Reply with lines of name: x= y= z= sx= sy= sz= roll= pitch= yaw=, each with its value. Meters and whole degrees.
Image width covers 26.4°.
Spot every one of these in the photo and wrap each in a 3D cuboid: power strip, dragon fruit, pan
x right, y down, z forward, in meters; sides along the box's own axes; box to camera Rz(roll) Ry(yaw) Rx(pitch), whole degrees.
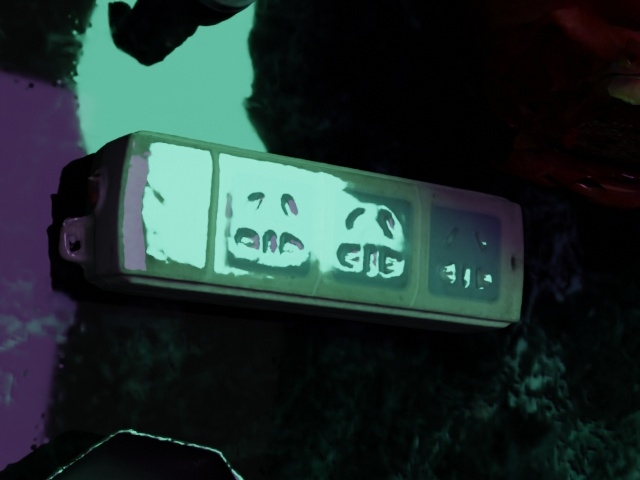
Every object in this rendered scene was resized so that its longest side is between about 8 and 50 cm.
power strip: x=0.000 y=0.001 z=0.719 sx=0.272 sy=0.052 sz=0.078 roll=9 pitch=78 yaw=-28
dragon fruit: x=0.216 y=-0.155 z=0.733 sx=0.295 sy=0.295 sz=0.302 roll=-9 pitch=96 yaw=-30
pan: x=-0.055 y=0.168 z=0.660 sx=0.202 sy=0.048 sz=0.128 roll=17 pitch=70 yaw=-22

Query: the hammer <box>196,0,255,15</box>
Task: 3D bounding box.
hammer: x=0.051 y=-0.310 z=0.734 sx=0.044 sy=0.152 sz=0.427 roll=32 pitch=69 yaw=-22
